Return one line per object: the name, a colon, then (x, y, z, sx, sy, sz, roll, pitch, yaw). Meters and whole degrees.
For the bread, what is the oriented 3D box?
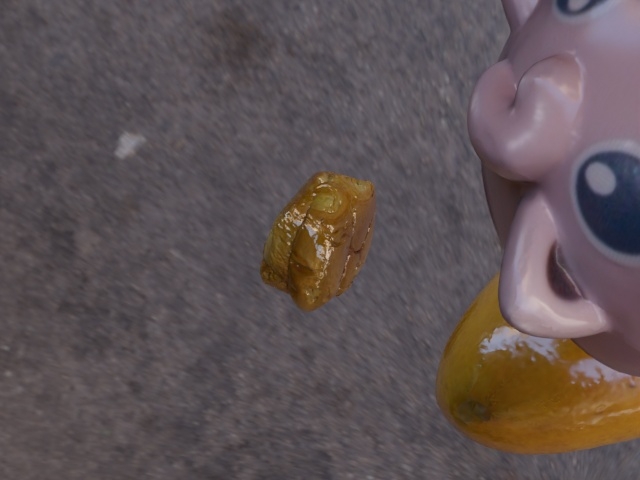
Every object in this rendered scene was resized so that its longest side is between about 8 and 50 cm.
bread: (0.000, 0.000, 0.905, 0.046, 0.083, 0.081, 24, 99, 20)

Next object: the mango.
mango: (0.140, 0.038, 0.720, 0.219, 0.145, 0.112, -24, 97, -38)

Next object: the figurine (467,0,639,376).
figurine: (0.183, -0.027, 0.516, 0.287, 0.186, 0.176, 20, 58, -26)
